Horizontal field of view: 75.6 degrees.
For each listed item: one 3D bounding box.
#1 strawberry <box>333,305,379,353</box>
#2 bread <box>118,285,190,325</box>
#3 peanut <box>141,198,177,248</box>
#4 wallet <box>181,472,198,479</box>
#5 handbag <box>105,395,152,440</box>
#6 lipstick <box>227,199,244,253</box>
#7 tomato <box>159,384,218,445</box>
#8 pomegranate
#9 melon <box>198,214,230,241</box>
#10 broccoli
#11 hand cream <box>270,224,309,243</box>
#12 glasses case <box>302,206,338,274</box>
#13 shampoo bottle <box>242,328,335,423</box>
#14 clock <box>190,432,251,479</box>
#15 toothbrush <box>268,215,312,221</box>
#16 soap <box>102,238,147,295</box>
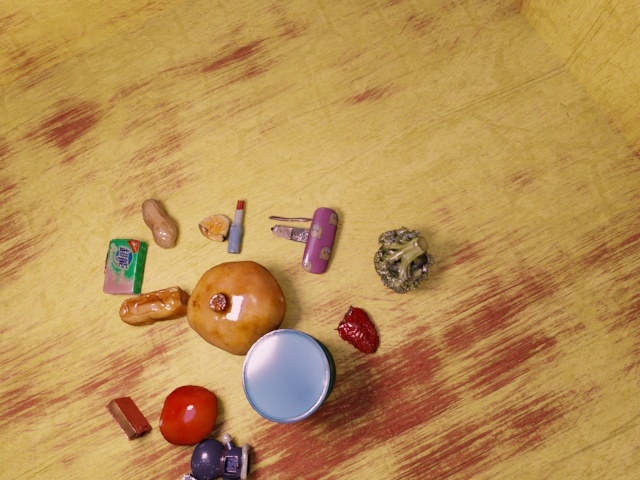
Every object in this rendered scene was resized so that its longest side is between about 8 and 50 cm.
[{"bbox_3d":[0.177,0.388,1.799,0.208,0.087,0.167,30,78,13],"label":"strawberry"},{"bbox_3d":[-0.754,0.307,1.893,0.294,0.167,0.132,-15,73,2],"label":"bread"},{"bbox_3d":[-0.796,-0.088,2.037,0.130,0.130,0.290,-35,73,-4],"label":"peanut"},{"bbox_3d":[-0.501,1.080,1.689,0.230,0.069,0.170,26,61,10],"label":"wallet"},{"bbox_3d":[-0.826,0.769,1.788,0.063,0.127,0.190,-44,73,-5],"label":"handbag"},{"bbox_3d":[-0.407,-0.072,2.013,0.061,0.068,0.274,4,76,8],"label":"lipstick"},{"bbox_3d":[-0.555,0.728,1.723,0.259,0.180,0.260,-15,56,24],"label":"tomato"},{"bbox_3d":[-0.357,0.284,1.743,0.416,0.417,0.417,-2,74,6],"label":"pomegranate"},{"bbox_3d":[-0.502,-0.059,2.023,0.160,0.079,0.128,23,60,16],"label":"melon"},{"bbox_3d":[0.368,0.079,1.802,0.259,0.235,0.288,-31,75,23],"label":"broccoli"},{"bbox_3d":[-0.119,-0.032,1.985,0.247,0.052,0.076,10,101,3],"label":"hand cream"},{"bbox_3d":[0.000,0.000,1.922,0.123,0.076,0.317,17,81,-17],"label":"glasses case"},{"bbox_3d":[-0.107,0.533,1.657,0.330,0.343,0.332,-2,74,7],"label":"shampoo bottle"},{"bbox_3d":[-0.409,0.900,1.695,0.243,0.146,0.200,3,79,0],"label":"clock"},{"bbox_3d":[-0.099,-0.099,2.008,0.320,0.023,0.031,8,72,9],"label":"toothbrush"},{"bbox_3d":[-0.942,0.133,2.006,0.217,0.098,0.274,2,76,1],"label":"soap"}]
